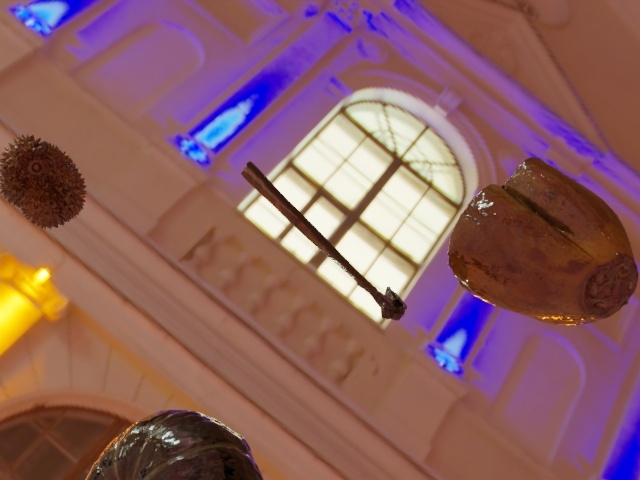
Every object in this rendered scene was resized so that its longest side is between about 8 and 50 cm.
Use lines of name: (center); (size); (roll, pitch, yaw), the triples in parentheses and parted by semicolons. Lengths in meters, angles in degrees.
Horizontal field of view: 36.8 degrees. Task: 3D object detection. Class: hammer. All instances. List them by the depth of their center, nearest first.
hammer: (0.001, -0.001, 1.280); (0.297, 0.125, 0.027); (43, -82, 10)

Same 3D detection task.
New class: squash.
squash: (-0.188, 0.341, 1.206); (0.252, 0.252, 0.165); (-4, -23, 36)

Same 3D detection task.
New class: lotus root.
lotus root: (0.282, 0.015, 1.161); (0.199, 0.188, 0.180); (22, 10, -38)

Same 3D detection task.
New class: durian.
durian: (-0.468, -0.095, 1.628); (0.168, 0.137, 0.158); (105, -34, -75)
